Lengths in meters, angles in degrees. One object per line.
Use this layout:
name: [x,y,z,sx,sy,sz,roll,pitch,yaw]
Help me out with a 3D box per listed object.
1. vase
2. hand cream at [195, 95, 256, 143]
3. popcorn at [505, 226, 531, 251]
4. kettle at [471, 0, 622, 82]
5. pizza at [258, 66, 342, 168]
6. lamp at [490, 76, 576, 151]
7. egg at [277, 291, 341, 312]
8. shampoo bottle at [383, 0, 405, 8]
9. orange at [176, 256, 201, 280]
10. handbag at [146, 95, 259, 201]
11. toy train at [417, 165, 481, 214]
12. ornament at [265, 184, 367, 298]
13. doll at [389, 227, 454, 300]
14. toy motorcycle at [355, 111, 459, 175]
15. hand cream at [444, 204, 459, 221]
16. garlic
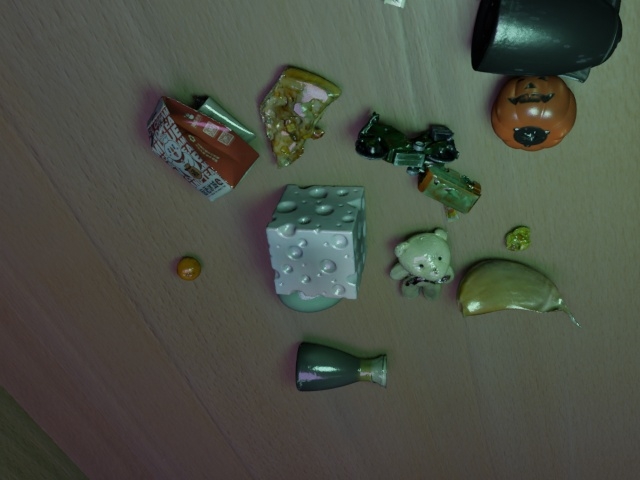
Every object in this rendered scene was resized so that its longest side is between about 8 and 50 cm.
vase: [0.078,0.463,1.990,0.322,0.173,0.173,3,127,5]
hand cream: [-0.272,-0.331,1.547,0.087,0.054,0.186,-28,123,36]
popcorn: [0.563,-0.005,1.579,0.060,0.068,0.083,14,114,-52]
kettle: [0.493,-0.479,1.170,0.291,0.207,0.268,7,100,2]
pizza: [-0.079,-0.322,1.490,0.189,0.071,0.297,29,128,-10]
lamp: [0.500,-0.308,1.303,0.188,0.163,0.187,11,154,6]
egg: [-0.027,0.145,1.763,0.231,0.168,0.168,-7,124,11]
shampoo bottle: [0.182,-0.598,1.243,0.049,0.034,0.141,20,128,8]
orange: [-0.448,0.098,1.890,0.084,0.083,0.083,7,127,9]
handbag: [-0.335,-0.266,1.522,0.298,0.151,0.171,44,150,-18]
toy train: [0.344,-0.145,1.500,0.188,0.099,0.072,25,128,-6]
ornament: [0.000,0.000,1.605,0.240,0.239,0.239,3,126,12]
doll: [0.315,0.102,1.679,0.175,0.149,0.278,-21,139,-11]
toy motorcycle: [0.213,-0.248,1.426,0.275,0.187,0.124,2,127,-11]
hand cream: [0.370,-0.093,1.584,0.035,0.022,0.102,-14,126,17]
garlic: [0.568,0.165,1.623,0.339,0.196,0.151,5,143,8]
